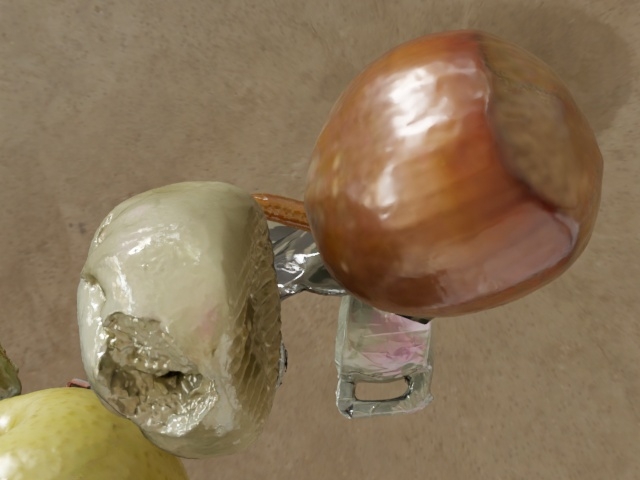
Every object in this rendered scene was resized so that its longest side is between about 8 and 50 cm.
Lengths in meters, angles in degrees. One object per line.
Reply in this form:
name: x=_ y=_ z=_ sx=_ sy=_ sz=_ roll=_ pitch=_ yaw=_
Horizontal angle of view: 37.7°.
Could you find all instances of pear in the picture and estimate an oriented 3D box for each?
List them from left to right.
pear: x=-0.291 y=0.320 z=0.955 sx=0.348 sy=0.348 sz=0.348 roll=0 pitch=95 yaw=5

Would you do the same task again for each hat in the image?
hat: x=0.000 y=0.000 z=1.475 sx=0.257 sy=0.366 sz=0.381 roll=-55 pitch=49 yaw=33

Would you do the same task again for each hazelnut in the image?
hazelnut: x=0.084 y=-0.046 z=0.639 sx=0.214 sy=0.214 sz=0.176 roll=-23 pitch=124 yaw=6

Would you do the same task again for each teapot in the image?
teapot: x=0.115 y=0.189 z=1.625 sx=0.178 sy=0.221 sz=0.163 roll=6 pitch=140 yaw=6

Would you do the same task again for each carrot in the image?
carrot: x=0.028 y=-0.017 z=1.070 sx=0.248 sy=0.043 sz=0.043 roll=14 pitch=96 yaw=-8

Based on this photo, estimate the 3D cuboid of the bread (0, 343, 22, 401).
bread: x=-0.500 y=0.200 z=1.385 sx=0.103 sy=0.156 sz=0.110 roll=-39 pitch=64 yaw=-18

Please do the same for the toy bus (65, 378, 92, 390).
toy bus: x=-0.347 y=0.292 z=1.604 sx=0.192 sy=0.077 sz=0.065 roll=21 pitch=87 yaw=-10

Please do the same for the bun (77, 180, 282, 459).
bun: x=-0.096 y=0.054 z=0.613 sx=0.128 sy=0.193 sz=0.178 roll=-2 pitch=105 yaw=5

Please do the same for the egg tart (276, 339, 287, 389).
egg tart: x=-0.139 y=0.247 z=1.857 sx=0.094 sy=0.234 sz=0.234 roll=18 pitch=98 yaw=-37
